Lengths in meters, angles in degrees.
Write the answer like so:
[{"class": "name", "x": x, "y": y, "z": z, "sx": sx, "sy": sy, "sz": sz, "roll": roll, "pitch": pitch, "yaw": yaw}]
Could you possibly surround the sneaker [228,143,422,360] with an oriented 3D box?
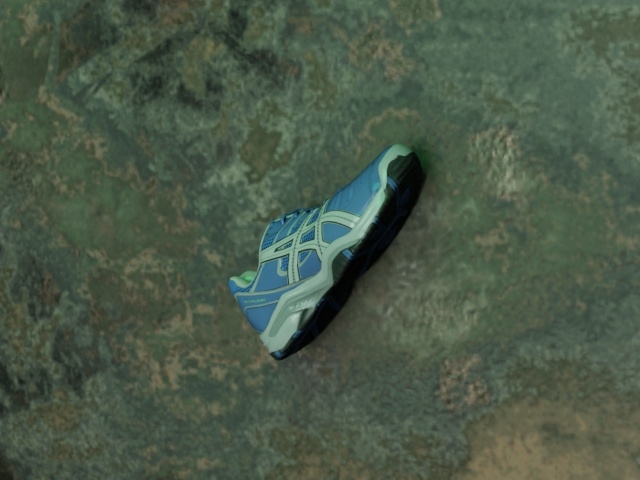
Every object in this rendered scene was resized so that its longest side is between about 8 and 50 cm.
[{"class": "sneaker", "x": 0.000, "y": 0.000, "z": 1.329, "sx": 0.081, "sy": 0.080, "sz": 0.211, "roll": 45, "pitch": 116, "yaw": 14}]
